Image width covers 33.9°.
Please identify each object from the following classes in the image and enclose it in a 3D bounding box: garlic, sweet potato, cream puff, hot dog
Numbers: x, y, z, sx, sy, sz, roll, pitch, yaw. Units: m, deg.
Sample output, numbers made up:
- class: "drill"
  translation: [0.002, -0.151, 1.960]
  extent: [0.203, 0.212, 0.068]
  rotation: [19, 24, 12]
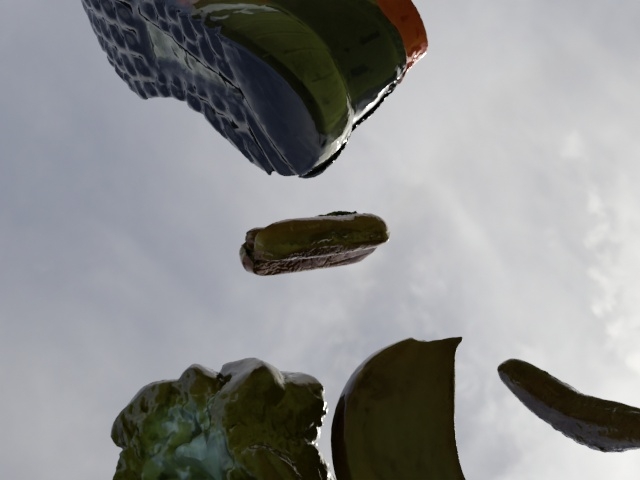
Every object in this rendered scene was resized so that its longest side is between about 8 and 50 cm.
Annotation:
- class: "garlic"
  translation: [0.108, 0.280, 1.246]
  extent: [0.151, 0.196, 0.338]
  rotation: [23, -133, -40]
- class: "sweet potato"
  translation: [0.459, 0.303, 1.795]
  extent: [0.341, 0.114, 0.092]
  rotation: [21, -136, 22]
- class: "cream puff"
  translation: [-0.090, 0.296, 1.320]
  extent: [0.274, 0.323, 0.270]
  rotation: [53, -129, -37]
- class: "hot dog"
  translation: [0.000, 0.000, 1.338]
  extent: [0.236, 0.092, 0.062]
  rotation: [-5, -116, -42]

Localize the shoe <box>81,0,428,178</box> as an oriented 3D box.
- class: "shoe"
  translation: [-0.050, -0.172, 0.725]
  extent: [0.171, 0.132, 0.336]
  rotation: [-35, -137, -19]
